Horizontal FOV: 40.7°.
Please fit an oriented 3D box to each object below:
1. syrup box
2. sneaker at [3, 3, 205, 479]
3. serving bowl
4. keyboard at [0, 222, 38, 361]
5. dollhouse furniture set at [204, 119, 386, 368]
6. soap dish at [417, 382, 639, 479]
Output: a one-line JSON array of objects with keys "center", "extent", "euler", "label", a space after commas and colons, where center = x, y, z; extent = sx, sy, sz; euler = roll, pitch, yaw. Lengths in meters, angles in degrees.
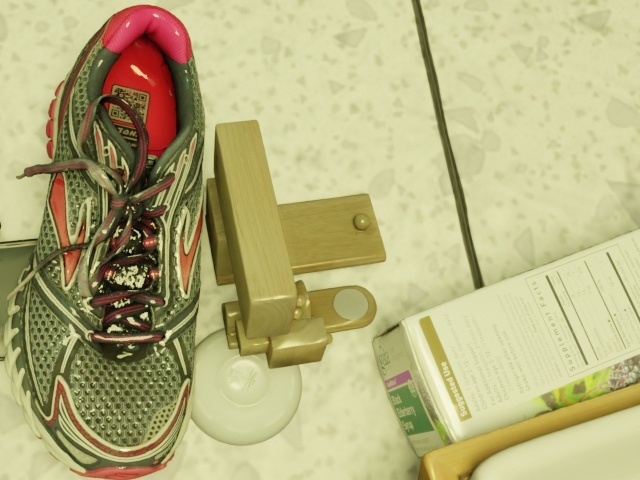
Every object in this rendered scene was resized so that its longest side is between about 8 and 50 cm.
[{"center": [0.165, 0.065, 0.596], "extent": [0.237, 0.093, 0.096], "euler": [-20, 79, -14], "label": "syrup box"}, {"center": [-0.129, -0.005, 0.538], "extent": [0.121, 0.112, 0.299], "euler": [3, 72, -25], "label": "sneaker"}, {"center": [-0.052, 0.096, 0.585], "extent": [0.083, 0.027, 0.083], "euler": [2, 73, -8], "label": "serving bowl"}, {"center": [-0.239, 0.029, 0.565], "extent": [0.180, 0.023, 0.108], "euler": [-6, 81, -21], "label": "keyboard"}, {"center": [0.000, 0.000, 0.541], "extent": [0.123, 0.151, 0.144], "euler": [-8, 62, -12], "label": "dollhouse furniture set"}, {"center": [0.208, 0.206, 0.519], "extent": [0.291, 0.118, 0.228], "euler": [-10, 72, -26], "label": "soap dish"}]
